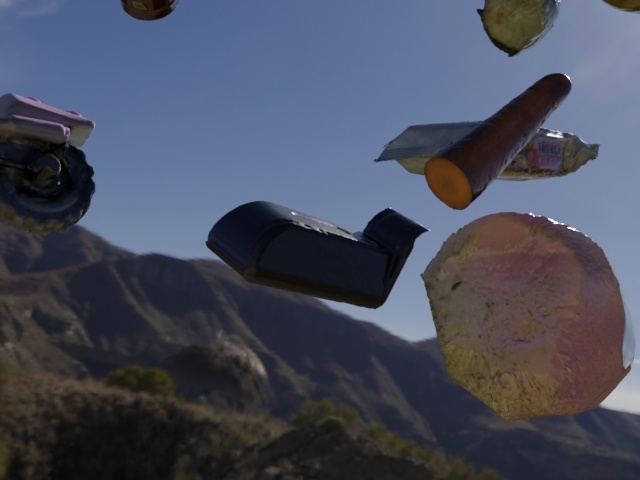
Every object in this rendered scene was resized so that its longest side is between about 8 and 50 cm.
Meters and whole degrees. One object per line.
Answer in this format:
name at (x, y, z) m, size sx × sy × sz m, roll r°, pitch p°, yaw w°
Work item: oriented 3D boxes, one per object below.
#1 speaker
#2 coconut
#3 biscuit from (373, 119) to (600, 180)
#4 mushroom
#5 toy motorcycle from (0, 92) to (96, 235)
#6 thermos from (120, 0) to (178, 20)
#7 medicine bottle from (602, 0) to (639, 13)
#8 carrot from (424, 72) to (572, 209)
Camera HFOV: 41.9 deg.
speaker at (0.000, 0.000, 1.595) m, size 0.388 × 0.184 × 0.180 m, roll 14°, pitch 12°, yaw -38°
coconut at (0.239, 0.100, 0.966) m, size 0.233 × 0.233 × 0.245 m, roll 6°, pitch -16°, yaw 26°
biscuit at (0.242, -0.121, 1.153) m, size 0.186 × 0.079 × 0.309 m, roll 0°, pitch 0°, yaw 43°
mushroom at (0.364, -0.503, 1.565) m, size 0.130 × 0.344 × 0.247 m, roll -20°, pitch -52°, yaw 26°
toy motorcycle at (-0.347, -0.119, 0.708) m, size 0.327 × 0.188 × 0.143 m, roll 15°, pitch -31°, yaw -28°
thermos at (-0.268, -0.432, 1.233) m, size 0.099 × 0.124 × 0.232 m, roll 12°, pitch -24°, yaw 2°
medicine bottle at (0.480, -0.430, 1.175) m, size 0.384 × 0.224 × 0.224 m, roll 1°, pitch -7°, yaw -22°
carrot at (0.191, -0.112, 0.845) m, size 0.061 × 0.210 × 0.061 m, roll 36°, pitch -30°, yaw 25°
